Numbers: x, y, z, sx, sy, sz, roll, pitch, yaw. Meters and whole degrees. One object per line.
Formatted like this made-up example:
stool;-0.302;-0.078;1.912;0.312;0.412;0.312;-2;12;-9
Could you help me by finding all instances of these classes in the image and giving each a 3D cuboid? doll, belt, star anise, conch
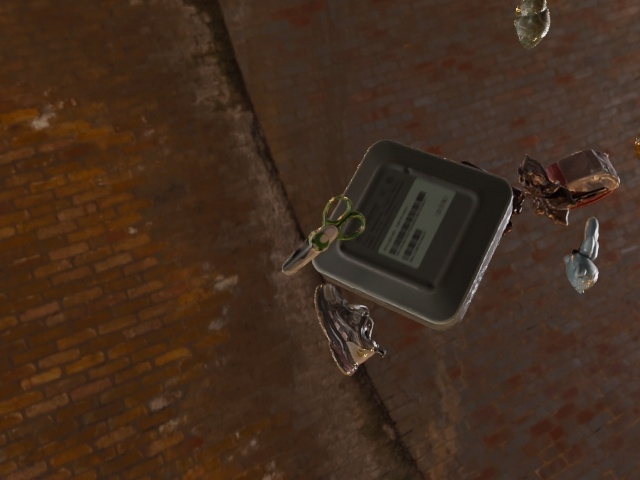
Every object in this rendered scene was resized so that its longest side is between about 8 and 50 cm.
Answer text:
doll;0.607;0.031;1.444;0.075;0.120;0.180;-1;-117;29
belt;0.744;-0.164;1.773;0.200;0.128;0.124;-23;-134;18
star anise;0.619;-0.128;1.718;0.073;0.197;0.212;-34;-126;-5
conch;0.663;-0.688;1.929;0.116;0.106;0.173;7;-95;-31

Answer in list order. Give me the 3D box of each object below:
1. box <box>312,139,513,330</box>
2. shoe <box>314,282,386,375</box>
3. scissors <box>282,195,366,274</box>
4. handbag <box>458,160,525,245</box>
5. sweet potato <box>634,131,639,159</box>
box;0.222;-0.025;1.517;0.396;0.111;0.396;22;-104;22
shoe;0.053;0.155;1.153;0.092;0.089;0.180;-22;-107;8
scissors;0.000;0.000;1.296;0.204;0.101;0.027;-43;-157;2
handbag;0.408;-0.081;1.639;0.216;0.203;0.074;34;-171;28
sweet potato;0.503;-0.114;0.807;0.077;0.077;0.243;-1;-167;-15
